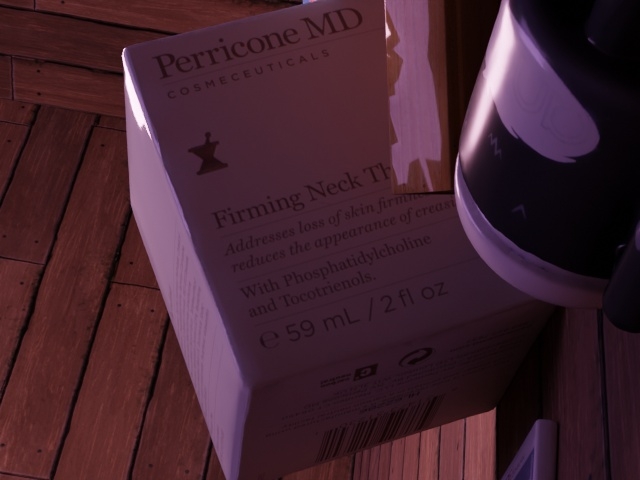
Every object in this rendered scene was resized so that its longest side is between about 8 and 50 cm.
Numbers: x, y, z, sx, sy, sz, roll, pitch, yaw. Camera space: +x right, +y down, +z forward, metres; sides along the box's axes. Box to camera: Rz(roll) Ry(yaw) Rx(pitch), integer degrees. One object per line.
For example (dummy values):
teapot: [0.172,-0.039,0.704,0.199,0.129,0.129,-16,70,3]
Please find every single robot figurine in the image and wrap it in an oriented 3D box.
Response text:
robot figurine: [0.178,-0.078,0.774,0.209,0.174,0.278,-45,-20,-33]

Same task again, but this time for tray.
tray: [0.148,-0.247,1.178,0.076,0.203,0.410,-1,91,44]

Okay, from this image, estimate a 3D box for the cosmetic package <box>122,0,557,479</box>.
cosmetic package: [0.000,0.000,1.410,0.327,0.330,0.393,101,150,-62]

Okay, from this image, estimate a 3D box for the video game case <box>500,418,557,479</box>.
video game case: [0.179,0.289,1.197,0.183,0.023,0.201,101,178,-58]

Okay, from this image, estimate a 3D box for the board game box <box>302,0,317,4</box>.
board game box: [0.136,-0.353,1.479,0.079,0.336,0.254,53,169,16]
